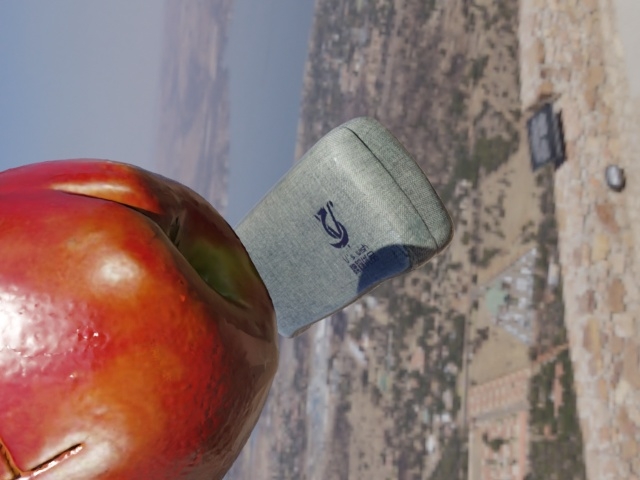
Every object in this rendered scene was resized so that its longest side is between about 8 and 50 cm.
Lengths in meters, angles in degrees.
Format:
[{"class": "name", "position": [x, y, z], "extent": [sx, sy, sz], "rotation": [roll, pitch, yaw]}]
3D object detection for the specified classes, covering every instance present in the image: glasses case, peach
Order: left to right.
[{"class": "peach", "position": [-0.139, 0.070, 0.502], "extent": [0.226, 0.196, 0.189], "rotation": [-37, 56, 16]}, {"class": "glasses case", "position": [0.000, 0.000, 0.875], "extent": [0.131, 0.074, 0.323], "rotation": [52, 153, 0]}]
